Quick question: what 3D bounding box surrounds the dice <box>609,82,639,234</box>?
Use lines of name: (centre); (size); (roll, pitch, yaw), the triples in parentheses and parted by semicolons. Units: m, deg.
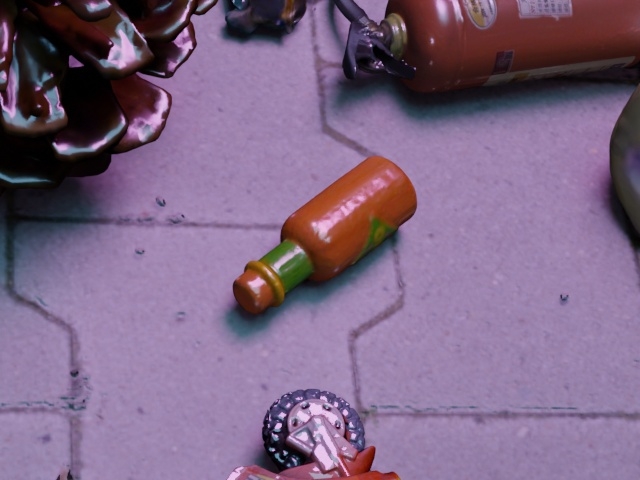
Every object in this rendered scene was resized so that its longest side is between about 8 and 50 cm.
dice: (0.431, -0.090, 1.440); (0.254, 0.250, 0.252); (-32, 71, -29)

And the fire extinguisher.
fire extinguisher: (0.163, -0.213, 1.547); (0.376, 0.113, 0.200); (-9, 20, -22)

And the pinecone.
pinecone: (-0.260, -0.231, 1.286); (0.397, 0.398, 0.398); (7, 57, -11)

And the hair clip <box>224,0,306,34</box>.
hair clip: (-0.023, -0.343, 1.588); (0.110, 0.096, 0.359); (-9, 45, 19)

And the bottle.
bottle: (0.000, 0.000, 1.375); (0.187, 0.069, 0.069); (-37, 74, -29)

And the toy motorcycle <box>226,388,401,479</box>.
toy motorcycle: (-0.026, 0.243, 1.201); (0.171, 0.089, 0.298); (33, 57, 4)
